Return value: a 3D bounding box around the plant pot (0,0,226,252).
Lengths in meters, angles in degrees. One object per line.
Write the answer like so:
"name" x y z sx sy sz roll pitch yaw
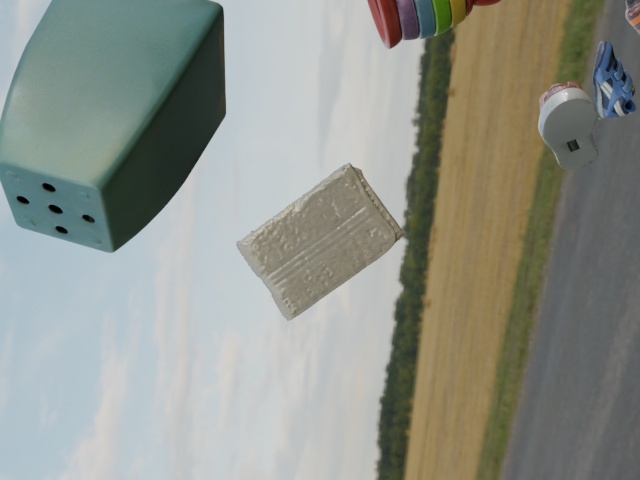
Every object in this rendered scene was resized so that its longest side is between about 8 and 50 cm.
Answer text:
"plant pot" -0.210 -0.117 0.860 0.165 0.165 0.234 97 -171 -55

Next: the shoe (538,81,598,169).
"shoe" 0.275 -0.149 0.981 0.178 0.063 0.081 38 -144 -62

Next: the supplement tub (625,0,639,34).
"supplement tub" 0.613 -0.390 1.522 0.106 0.198 0.106 -43 4 3

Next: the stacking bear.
"stacking bear" 0.253 -0.517 1.793 0.175 0.288 0.164 -87 -21 -88

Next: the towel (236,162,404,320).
"towel" 0.000 0.000 1.638 0.187 0.282 0.049 55 -178 -1

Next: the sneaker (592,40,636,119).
"sneaker" 0.450 -0.246 1.320 0.053 0.059 0.144 -66 -33 -31
